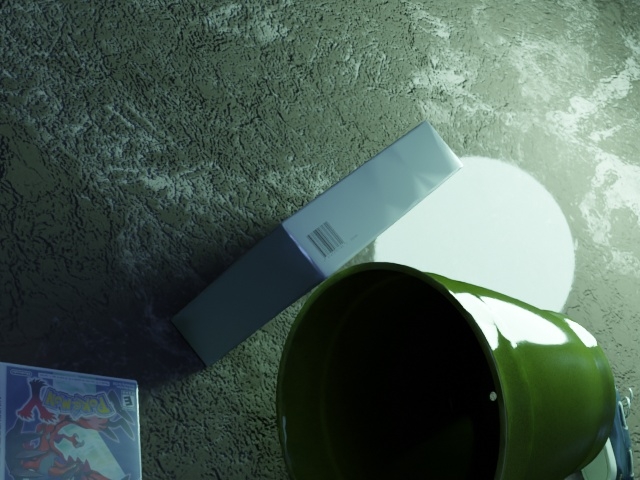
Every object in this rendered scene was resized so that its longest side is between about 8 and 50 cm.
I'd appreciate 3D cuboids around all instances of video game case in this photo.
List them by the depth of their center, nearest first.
[{"bbox_3d":[-0.308,0.241,1.316,0.201,0.023,0.183,14,54,-33],"label":"video game case"}]

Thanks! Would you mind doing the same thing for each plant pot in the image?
[{"bbox_3d":[0.193,0.213,1.436,0.353,0.366,0.366,2,61,-45],"label":"plant pot"}]

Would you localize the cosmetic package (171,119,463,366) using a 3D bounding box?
[{"bbox_3d":[0.000,0.000,1.548,0.097,0.284,0.377,50,42,2],"label":"cosmetic package"}]

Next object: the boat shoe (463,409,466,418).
[{"bbox_3d":[0.178,0.252,1.664,0.102,0.108,0.301,-13,78,-46],"label":"boat shoe"}]

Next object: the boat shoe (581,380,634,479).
[{"bbox_3d":[0.484,0.302,1.885,0.079,0.095,0.254,14,55,-31],"label":"boat shoe"}]
